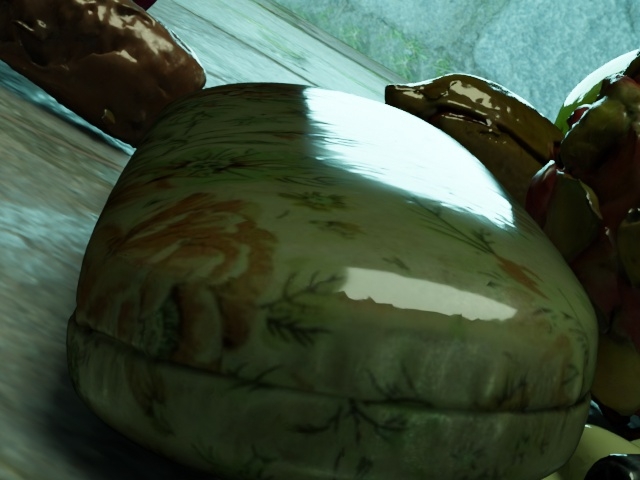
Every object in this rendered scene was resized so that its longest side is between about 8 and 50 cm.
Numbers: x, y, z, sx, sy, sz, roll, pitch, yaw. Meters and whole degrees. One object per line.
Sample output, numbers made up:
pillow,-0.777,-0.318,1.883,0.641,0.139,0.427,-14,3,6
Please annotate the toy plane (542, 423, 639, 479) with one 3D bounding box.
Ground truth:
toy plane,0.130,0.120,0.493,0.229,0.092,0.244,7,17,-29

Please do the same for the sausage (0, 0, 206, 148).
sausage,-0.211,-0.160,0.905,0.327,0.087,0.079,32,50,3

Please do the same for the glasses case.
glasses case,0.000,0.000,0.625,0.157,0.098,0.425,8,11,-3

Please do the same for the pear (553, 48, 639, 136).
pear,0.387,-0.078,1.829,0.287,0.287,0.375,29,-5,-14

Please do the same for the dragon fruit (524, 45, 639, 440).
dragon fruit,0.240,0.025,0.892,0.263,0.314,0.296,-13,12,-26

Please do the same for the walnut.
walnut,0.136,-0.064,1.376,0.245,0.137,0.137,29,9,-29

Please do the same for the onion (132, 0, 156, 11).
onion,-0.212,-0.309,1.443,0.230,0.163,0.230,30,1,0
